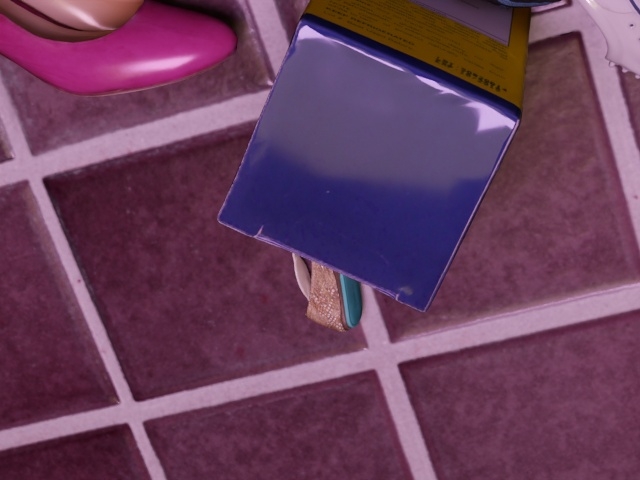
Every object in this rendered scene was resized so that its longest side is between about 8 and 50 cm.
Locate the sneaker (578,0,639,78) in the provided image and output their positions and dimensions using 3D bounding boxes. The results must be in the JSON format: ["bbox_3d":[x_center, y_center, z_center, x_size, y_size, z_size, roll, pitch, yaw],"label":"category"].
[{"bbox_3d":[0.318,-0.187,1.442,0.091,0.094,0.258,-13,131,36],"label":"sneaker"}]

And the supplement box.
[{"bbox_3d":[0.061,-0.122,1.376,0.194,0.356,0.195,24,115,-1],"label":"supplement box"}]

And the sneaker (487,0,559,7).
[{"bbox_3d":[0.211,-0.377,1.391,0.139,0.125,0.341,10,109,-36],"label":"sneaker"}]

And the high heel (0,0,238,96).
[{"bbox_3d":[-0.270,-0.245,1.498,0.377,0.127,0.181,1,124,12],"label":"high heel"}]

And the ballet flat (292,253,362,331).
[{"bbox_3d":[0.000,0.000,1.601,0.067,0.073,0.206,5,111,23],"label":"ballet flat"}]
